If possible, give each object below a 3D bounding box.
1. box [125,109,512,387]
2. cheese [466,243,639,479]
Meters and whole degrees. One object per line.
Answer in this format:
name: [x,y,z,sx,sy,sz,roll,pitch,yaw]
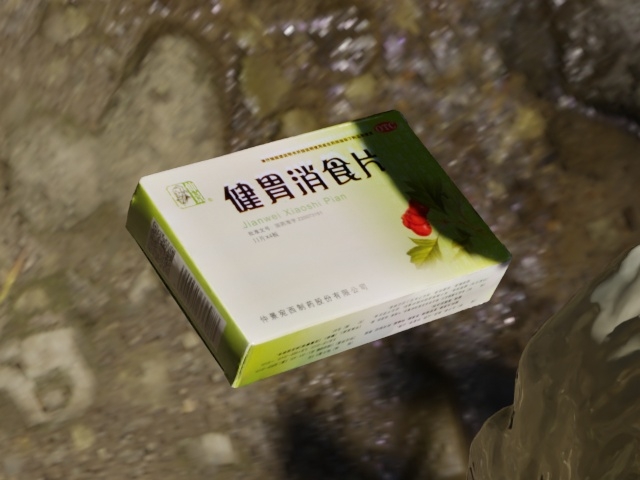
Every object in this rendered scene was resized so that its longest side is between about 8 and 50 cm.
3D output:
box: [0.000,0.001,1.551,0.261,0.062,0.175,-17,57,-32]
cheese: [0.220,0.141,0.683,0.292,0.153,0.332,-31,120,17]
